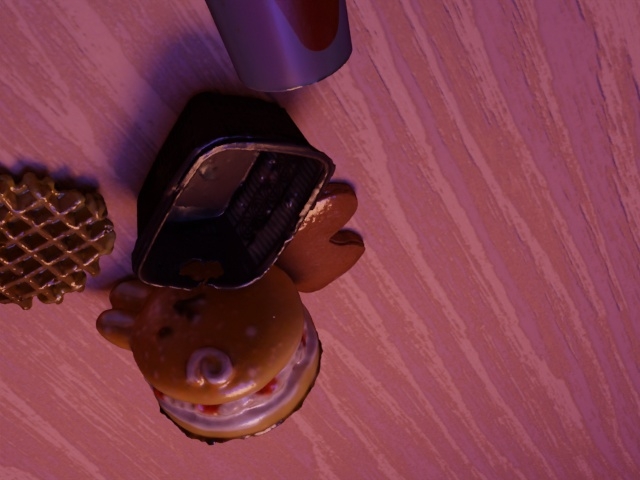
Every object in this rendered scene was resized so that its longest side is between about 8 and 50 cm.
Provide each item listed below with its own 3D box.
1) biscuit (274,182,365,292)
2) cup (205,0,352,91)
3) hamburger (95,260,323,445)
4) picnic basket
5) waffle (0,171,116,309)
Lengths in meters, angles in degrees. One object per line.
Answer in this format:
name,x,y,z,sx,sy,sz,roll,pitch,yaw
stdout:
biscuit,0.000,0.000,2.033,0.186,0.036,0.192,-33,141,16
cup,-0.060,-0.313,1.421,0.203,0.203,0.288,-17,126,-2
hamburger,-0.162,0.137,1.978,0.303,0.261,0.186,14,151,30
picnic basket,-0.129,-0.072,1.810,0.223,0.129,0.297,5,137,-31
waffle,-0.406,0.006,1.852,0.249,0.056,0.253,11,135,-33
